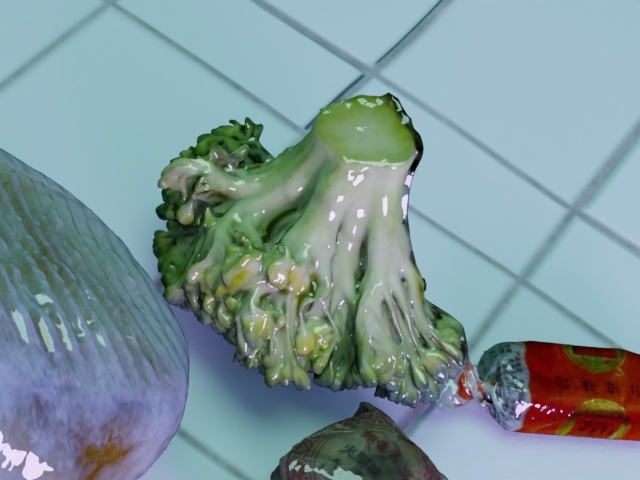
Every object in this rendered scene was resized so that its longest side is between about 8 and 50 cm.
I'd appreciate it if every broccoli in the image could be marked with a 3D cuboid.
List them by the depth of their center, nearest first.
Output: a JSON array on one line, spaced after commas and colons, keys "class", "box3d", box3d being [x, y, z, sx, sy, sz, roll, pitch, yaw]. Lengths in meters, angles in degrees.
[{"class": "broccoli", "box3d": [0.000, 0.000, 1.440, 0.288, 0.246, 0.248, 12, 41, -9]}]

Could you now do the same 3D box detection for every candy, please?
[{"class": "candy", "box3d": [0.230, 0.135, 1.541, 0.292, 0.059, 0.086, 6, 52, -15]}]

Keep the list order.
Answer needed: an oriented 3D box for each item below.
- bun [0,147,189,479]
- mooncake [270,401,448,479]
[{"class": "bun", "box3d": [-0.272, 0.073, 1.279, 0.362, 0.211, 0.362, 32, 22, -14]}, {"class": "mooncake", "box3d": [0.035, 0.205, 1.399, 0.130, 0.073, 0.125, -32, 69, -36]}]
